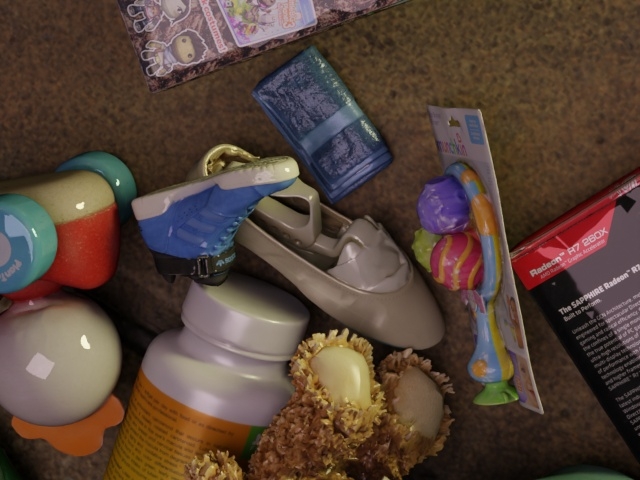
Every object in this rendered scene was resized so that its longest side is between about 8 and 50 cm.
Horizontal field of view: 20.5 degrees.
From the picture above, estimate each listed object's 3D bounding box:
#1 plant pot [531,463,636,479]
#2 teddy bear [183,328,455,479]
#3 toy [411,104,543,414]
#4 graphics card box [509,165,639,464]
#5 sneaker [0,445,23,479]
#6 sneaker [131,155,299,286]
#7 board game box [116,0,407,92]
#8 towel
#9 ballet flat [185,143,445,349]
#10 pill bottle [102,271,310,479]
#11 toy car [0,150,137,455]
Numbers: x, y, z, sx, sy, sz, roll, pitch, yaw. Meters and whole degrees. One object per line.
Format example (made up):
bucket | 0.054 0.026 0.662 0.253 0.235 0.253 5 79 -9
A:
plant pot | 0.155 0.303 1.337 0.272 0.255 0.271 23 125 38
teddy bear | -0.018 0.227 1.402 0.113 0.245 0.338 27 111 42
toy | 0.108 0.017 1.381 0.056 0.137 0.237 -17 99 -12
graphics card box | 0.341 0.101 1.366 0.233 0.094 0.371 -33 91 17
sneaker | -0.225 0.281 1.548 0.123 0.109 0.295 -33 93 -2
sneaker | -0.073 -0.011 1.381 0.152 0.058 0.084 -15 96 28
board game box | 0.021 -0.225 1.223 0.291 0.232 0.141 -19 96 16
towel | 0.002 -0.095 1.444 0.067 0.029 0.119 -35 91 17
ballet flat | 0.000 0.000 1.428 0.248 0.086 0.086 31 106 6
pill bottle | -0.094 0.155 1.460 0.136 0.136 0.245 22 105 9
toy car | -0.246 0.070 1.440 0.210 0.219 0.238 -10 100 16
